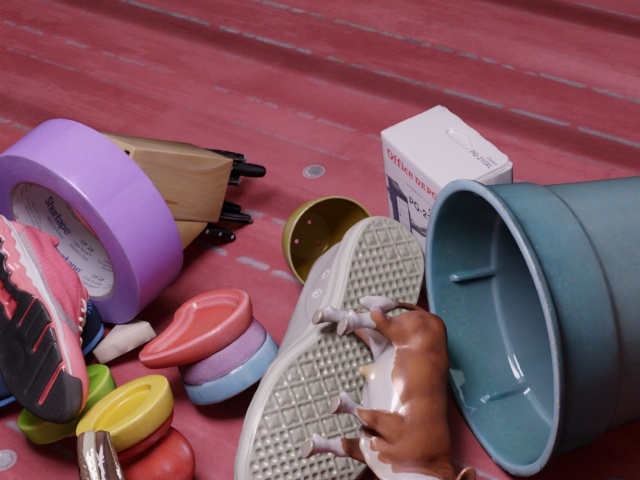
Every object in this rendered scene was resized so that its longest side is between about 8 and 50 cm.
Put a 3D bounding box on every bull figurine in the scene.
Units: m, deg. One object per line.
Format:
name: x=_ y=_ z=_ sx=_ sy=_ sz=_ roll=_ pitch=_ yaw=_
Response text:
bull figurine: x=0.083 y=0.195 z=1.522 sx=0.188 sy=0.101 sz=0.310 roll=24 pitch=43 yaw=-23

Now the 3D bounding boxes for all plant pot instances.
plant pot: x=0.000 y=0.000 z=1.846 sx=0.134 sy=0.134 sz=0.095 roll=-24 pitch=17 yaw=-18
plant pot: x=0.340 y=0.068 z=1.555 sx=0.334 sy=0.341 sz=0.341 roll=-11 pitch=38 yaw=-17

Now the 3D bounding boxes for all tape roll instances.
tape roll: x=-0.313 y=-0.023 z=1.779 sx=0.275 sy=0.275 sz=0.090 roll=21 pitch=49 yaw=31

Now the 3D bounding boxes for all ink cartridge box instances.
ink cartridge box: x=0.169 y=-0.029 z=1.746 sx=0.100 sy=0.237 sz=0.172 roll=-24 pitch=41 yaw=-18

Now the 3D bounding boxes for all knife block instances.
knife block: x=-0.185 y=-0.100 z=1.878 sx=0.088 sy=0.276 sz=0.242 roll=20 pitch=55 yaw=32

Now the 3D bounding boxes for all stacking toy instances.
stacking toy: x=-0.207 y=0.203 z=1.678 sx=0.279 sy=0.130 sz=0.309 roll=-11 pitch=25 yaw=44

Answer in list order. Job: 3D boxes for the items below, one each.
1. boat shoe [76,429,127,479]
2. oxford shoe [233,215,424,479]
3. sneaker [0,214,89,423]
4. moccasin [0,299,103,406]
boat shoe: x=-0.196 y=0.324 z=1.446 sx=0.095 sy=0.095 sz=0.257 roll=-12 pitch=77 yaw=-13
oxford shoe: x=0.007 y=0.162 z=1.646 sx=0.130 sy=0.169 sz=0.449 roll=-33 pitch=26 yaw=47
sneaker: x=-0.329 y=0.086 z=1.652 sx=0.136 sy=0.116 sz=0.314 roll=7 pitch=42 yaw=-44
moccasin: x=-0.440 y=0.150 z=1.716 sx=0.342 sy=0.117 sz=0.138 roll=-29 pitch=26 yaw=-25
